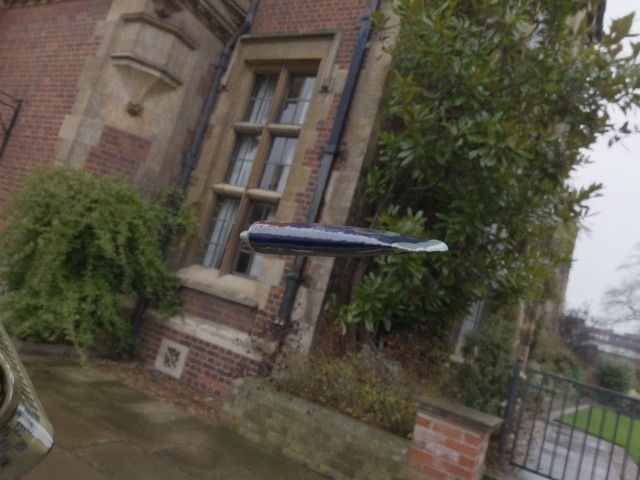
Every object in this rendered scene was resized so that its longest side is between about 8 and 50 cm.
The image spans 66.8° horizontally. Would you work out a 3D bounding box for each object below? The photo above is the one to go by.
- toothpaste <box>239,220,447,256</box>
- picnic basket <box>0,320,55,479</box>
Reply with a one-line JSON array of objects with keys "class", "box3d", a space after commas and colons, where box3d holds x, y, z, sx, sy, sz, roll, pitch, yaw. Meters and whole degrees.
[{"class": "toothpaste", "box3d": [0.000, 0.000, 0.265, 0.140, 0.021, 0.037, 3, 4, 44]}, {"class": "picnic basket", "box3d": [-0.299, 0.073, 0.296, 0.266, 0.165, 0.139, 24, -39, 45]}]
